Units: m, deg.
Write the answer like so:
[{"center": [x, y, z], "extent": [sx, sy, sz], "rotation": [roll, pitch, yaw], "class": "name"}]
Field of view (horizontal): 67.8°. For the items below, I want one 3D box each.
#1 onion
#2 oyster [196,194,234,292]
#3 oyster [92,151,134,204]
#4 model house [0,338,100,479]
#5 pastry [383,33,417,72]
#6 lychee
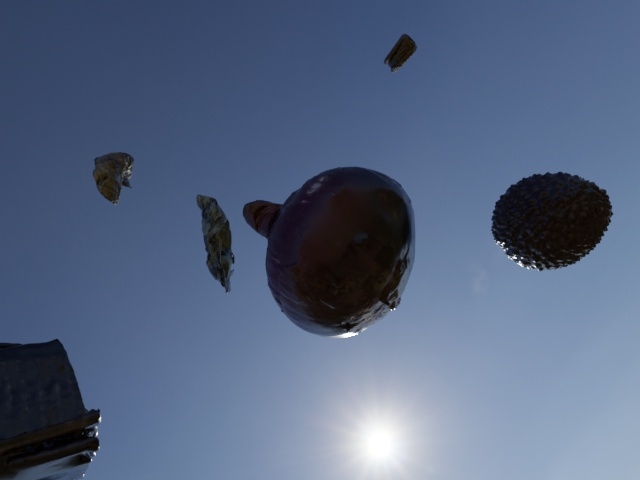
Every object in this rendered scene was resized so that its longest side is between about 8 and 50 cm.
[{"center": [0.000, 0.000, 0.967], "extent": [0.348, 0.385, 0.347], "rotation": [-45, -32, -38], "class": "onion"}, {"center": [-0.282, 0.011, 1.327], "extent": [0.087, 0.199, 0.252], "rotation": [-13, -62, 6], "class": "oyster"}, {"center": [-0.243, -0.076, 0.587], "extent": [0.038, 0.083, 0.080], "rotation": [-23, -24, -1], "class": "oyster"}, {"center": [-0.259, 0.143, 0.327], "extent": [0.203, 0.164, 0.141], "rotation": [-1, -81, -29], "class": "model house"}, {"center": [0.219, -0.516, 1.316], "extent": [0.057, 0.097, 0.109], "rotation": [40, -124, -9], "class": "pastry"}, {"center": [0.582, -0.055, 1.199], "extent": [0.268, 0.267, 0.267], "rotation": [-16, -59, -29], "class": "lychee"}]
